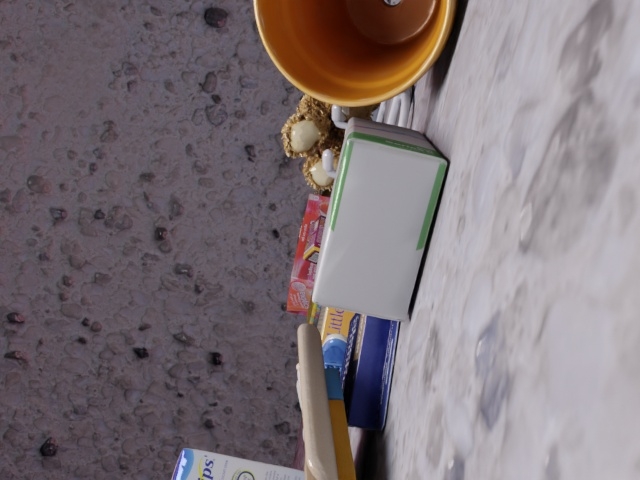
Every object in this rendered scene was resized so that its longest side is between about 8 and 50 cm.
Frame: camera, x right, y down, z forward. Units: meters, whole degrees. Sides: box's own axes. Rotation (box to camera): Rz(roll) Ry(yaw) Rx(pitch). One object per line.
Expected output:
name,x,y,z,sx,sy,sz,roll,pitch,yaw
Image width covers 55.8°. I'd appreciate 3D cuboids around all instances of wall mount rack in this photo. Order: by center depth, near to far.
wall mount rack,0.078,-0.269,0.936,0.350,0.130,0.304,-81,2,-56

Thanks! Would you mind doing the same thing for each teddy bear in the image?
teddy bear,0.030,-0.255,1.181,0.113,0.245,0.338,0,65,45

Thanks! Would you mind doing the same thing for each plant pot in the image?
plant pot,0.058,-0.269,0.670,0.188,0.205,0.205,-50,-25,-58

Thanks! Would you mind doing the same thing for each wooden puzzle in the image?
wooden puzzle,0.006,0.236,0.604,0.221,0.044,0.239,-99,6,-65

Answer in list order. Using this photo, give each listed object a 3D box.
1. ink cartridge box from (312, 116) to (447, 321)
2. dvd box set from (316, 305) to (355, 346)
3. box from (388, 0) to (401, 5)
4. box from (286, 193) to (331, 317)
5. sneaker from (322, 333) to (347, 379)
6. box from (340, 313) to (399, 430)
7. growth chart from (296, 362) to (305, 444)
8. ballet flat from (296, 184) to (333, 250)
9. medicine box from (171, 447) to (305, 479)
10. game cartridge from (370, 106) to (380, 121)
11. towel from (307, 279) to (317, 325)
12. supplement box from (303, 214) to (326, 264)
ink cartridge box,0.054,-0.035,0.618,0.212,0.093,0.154,-85,7,-74
dvd box set,0.042,0.091,1.233,0.307,0.062,0.421,104,177,-81
box,0.173,-0.542,1.426,0.184,0.045,0.191,97,-177,-61
box,0.008,0.041,1.588,0.154,0.142,0.300,101,180,-48
sneaker,0.019,0.219,0.897,0.084,0.058,0.152,-67,-15,-63
box,0.049,0.143,0.690,0.225,0.036,0.136,106,175,-73
growth chart,-0.024,0.341,1.098,0.172,0.021,0.237,-105,8,-59
ballet flat,0.037,-0.083,1.894,0.182,0.164,0.483,163,121,-67
medicine box,-0.166,0.561,1.304,0.263,0.289,0.149,101,180,-64
game cartridge,0.109,-0.238,1.524,0.297,0.062,0.198,-82,7,-81
towel,0.000,0.099,1.339,0.102,0.021,0.237,-89,10,-58
supplement box,0.000,0.000,1.224,0.055,0.043,0.083,-43,31,56
